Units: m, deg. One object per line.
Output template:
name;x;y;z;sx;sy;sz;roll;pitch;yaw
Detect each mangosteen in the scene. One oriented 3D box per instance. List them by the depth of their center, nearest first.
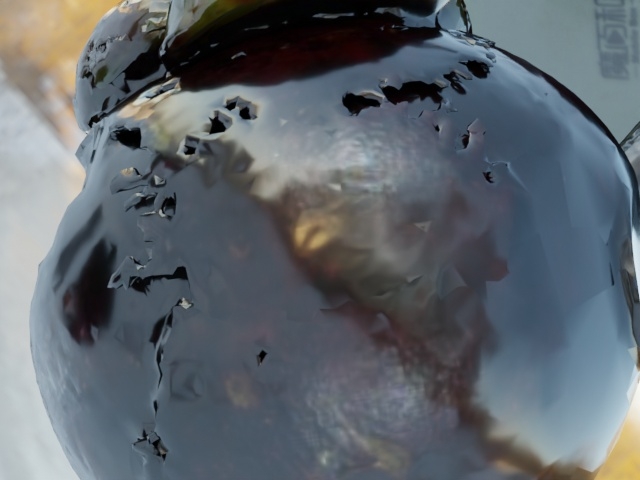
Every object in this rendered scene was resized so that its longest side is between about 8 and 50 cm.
mangosteen;0.020;0.008;1.140;0.381;0.421;0.381;6;-8;1

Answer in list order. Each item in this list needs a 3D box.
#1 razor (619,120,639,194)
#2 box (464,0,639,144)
razor;0.228;-0.030;1.432;0.054;0.148;0.090;36;-17;43
box;0.294;-0.194;1.591;0.090;0.373;0.367;-81;164;-53
